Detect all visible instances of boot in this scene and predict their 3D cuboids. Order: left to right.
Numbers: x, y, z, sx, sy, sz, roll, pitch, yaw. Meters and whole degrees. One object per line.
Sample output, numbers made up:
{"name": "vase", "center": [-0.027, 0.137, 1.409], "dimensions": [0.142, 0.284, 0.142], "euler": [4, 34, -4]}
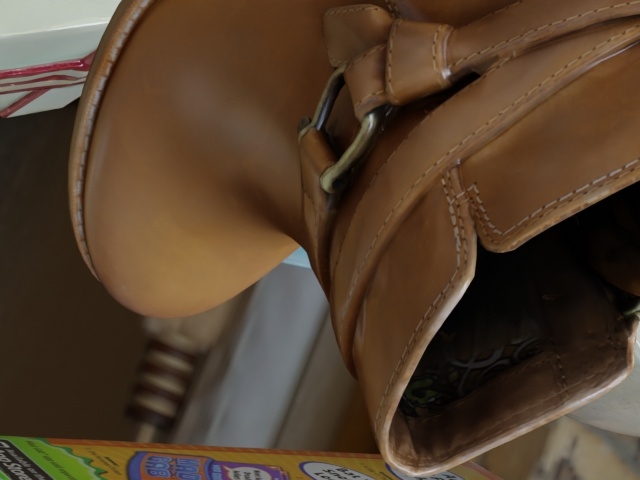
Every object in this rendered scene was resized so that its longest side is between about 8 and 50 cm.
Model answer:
{"name": "boot", "center": [0.018, -0.011, 0.579], "dimensions": [0.109, 0.220, 0.283], "euler": [27, 125, -33]}

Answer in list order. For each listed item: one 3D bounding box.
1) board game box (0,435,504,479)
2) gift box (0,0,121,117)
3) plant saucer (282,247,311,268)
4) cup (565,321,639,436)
{"name": "board game box", "center": [-0.001, 0.329, 0.992], "dimensions": [0.356, 0.356, 0.356], "euler": [7, -170, -32]}
{"name": "gift box", "center": [-0.227, -0.202, 1.127], "dimensions": [0.258, 0.255, 0.276], "euler": [-12, -179, -31]}
{"name": "plant saucer", "center": [0.000, 0.000, 1.093], "dimensions": [0.119, 0.021, 0.119], "euler": [10, -171, -2]}
{"name": "cup", "center": [0.235, -0.009, 1.193], "dimensions": [0.331, 0.331, 0.237], "euler": [27, -170, -12]}
